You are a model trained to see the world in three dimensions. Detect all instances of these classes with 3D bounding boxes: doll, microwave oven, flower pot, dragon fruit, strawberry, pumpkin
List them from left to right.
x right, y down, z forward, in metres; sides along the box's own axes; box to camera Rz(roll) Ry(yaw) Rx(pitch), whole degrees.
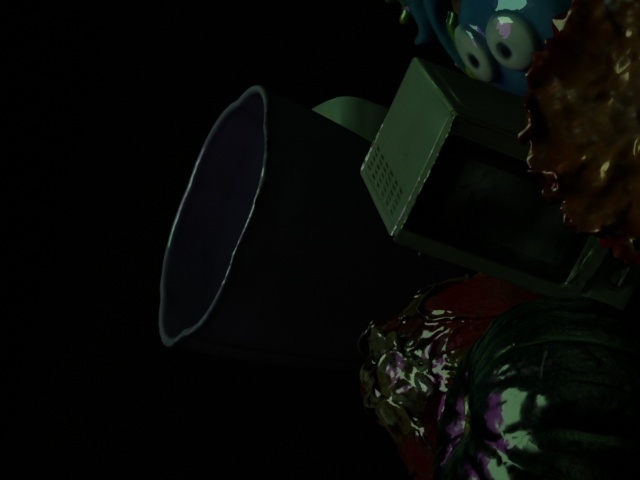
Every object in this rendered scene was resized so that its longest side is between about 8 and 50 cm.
[{"bbox_3d":[0.000,0.011,1.878,0.265,0.243,0.265,-161,90,-74],"label":"flower pot"},{"bbox_3d":[0.107,0.116,1.614,0.218,0.148,0.224,7,79,71],"label":"dragon fruit"},{"bbox_3d":[0.146,-0.239,1.661,0.099,0.341,0.346,-43,16,-31],"label":"doll"},{"bbox_3d":[0.152,-0.037,1.543,0.129,0.205,0.163,-65,18,16],"label":"microwave oven"},{"bbox_3d":[0.169,0.147,1.386,0.220,0.162,0.220,-160,90,-83],"label":"pumpkin"},{"bbox_3d":[0.254,-0.080,1.371,0.178,0.234,0.234,60,-133,-84],"label":"strawberry"}]

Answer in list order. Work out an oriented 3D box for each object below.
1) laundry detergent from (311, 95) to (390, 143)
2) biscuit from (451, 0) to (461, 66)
[{"bbox_3d":[0.000,0.000,2.110,0.215,0.105,0.280,153,131,-64],"label":"laundry detergent"},{"bbox_3d":[0.180,-0.341,1.962,0.426,0.078,0.144,-88,24,-43],"label":"biscuit"}]
